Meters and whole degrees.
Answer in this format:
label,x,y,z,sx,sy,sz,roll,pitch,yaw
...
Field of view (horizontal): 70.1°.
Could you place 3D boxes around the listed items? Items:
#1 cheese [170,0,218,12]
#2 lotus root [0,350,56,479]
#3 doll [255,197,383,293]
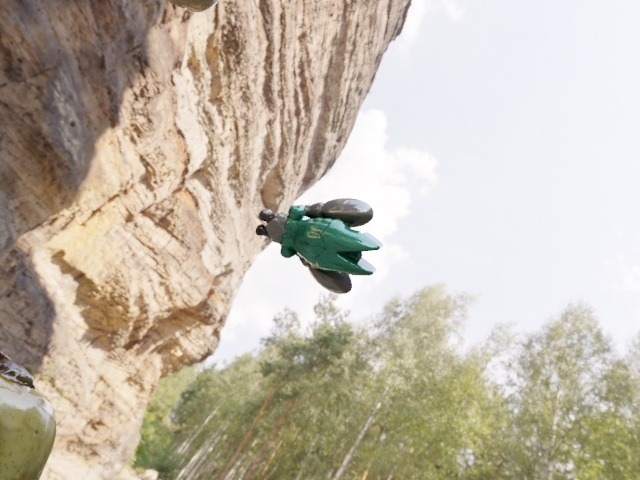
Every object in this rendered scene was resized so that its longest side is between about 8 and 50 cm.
label,x,y,z,sx,sy,sz,roll,pitch,yaw
cheese,-0.321,-0.661,1.071,0.218,0.117,0.235,-18,-94,14
lotus root,-0.322,0.211,0.332,0.154,0.278,0.154,23,-27,12
doll,0.010,-0.016,0.940,0.258,0.153,0.195,44,-65,7
